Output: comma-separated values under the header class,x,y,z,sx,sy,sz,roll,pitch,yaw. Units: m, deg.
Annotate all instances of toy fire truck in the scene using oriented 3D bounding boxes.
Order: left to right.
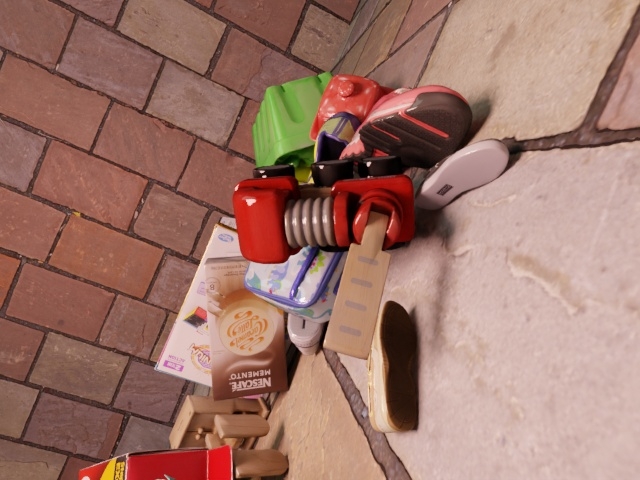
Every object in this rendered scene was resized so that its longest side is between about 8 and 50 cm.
class,x,y,z,sx,sy,sz,roll,pitch,yaw
toy fire truck,0.000,0.000,0.464,0.246,0.216,0.159,-63,-31,-72

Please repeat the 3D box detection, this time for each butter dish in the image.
class,x,y,z,sx,sy,sz,roll,pitch,yaw
butter dish,0.060,-0.279,0.840,0.118,0.160,0.160,49,-120,-70

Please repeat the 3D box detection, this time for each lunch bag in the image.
class,x,y,z,sx,sy,sz,roll,pitch,yaw
lunch bag,-0.011,0.011,0.662,0.175,0.090,0.219,15,69,41

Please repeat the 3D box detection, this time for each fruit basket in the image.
class,x,y,z,sx,sy,sz,roll,pitch,yaw
fruit basket,-0.041,-0.184,1.071,0.392,0.282,0.392,57,159,35

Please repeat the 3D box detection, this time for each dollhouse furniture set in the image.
class,x,y,z,sx,sy,sz,roll,pitch,yaw
dollhouse furniture set,-0.145,0.391,0.711,0.242,0.160,0.212,39,106,53

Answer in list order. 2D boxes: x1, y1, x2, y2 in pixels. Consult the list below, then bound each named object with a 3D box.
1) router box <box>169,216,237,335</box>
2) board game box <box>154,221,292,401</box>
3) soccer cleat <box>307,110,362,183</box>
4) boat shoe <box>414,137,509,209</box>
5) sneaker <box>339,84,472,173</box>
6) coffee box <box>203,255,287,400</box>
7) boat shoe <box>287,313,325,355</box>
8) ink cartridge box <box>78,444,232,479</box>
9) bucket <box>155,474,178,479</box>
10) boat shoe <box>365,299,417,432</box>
class,x,y,z,sx,sy,sz,roll,pitch,yaw
router box,-0.198,0.130,1.024,0.080,0.243,0.309,10,73,39
board game box,-0.165,0.154,0.859,0.317,0.242,0.064,-66,13,2
soccer cleat,0.009,-0.120,0.836,0.121,0.093,0.289,-57,-12,-45
boat shoe,0.149,-0.077,0.451,0.142,0.049,0.040,138,152,-65
sneaker,0.115,-0.182,0.608,0.136,0.115,0.314,-67,13,-6
coffee box,-0.138,0.155,0.775,0.098,0.140,0.247,-160,67,-77
boat shoe,-0.021,0.095,0.740,0.076,0.083,0.227,85,-167,-48
ink cartridge box,-0.236,0.458,0.551,0.271,0.130,0.310,-34,52,36
bucket,-0.108,0.380,0.361,0.281,0.182,0.281,-55,18,28
boat shoe,0.067,0.125,0.421,0.045,0.050,0.136,-45,24,43
